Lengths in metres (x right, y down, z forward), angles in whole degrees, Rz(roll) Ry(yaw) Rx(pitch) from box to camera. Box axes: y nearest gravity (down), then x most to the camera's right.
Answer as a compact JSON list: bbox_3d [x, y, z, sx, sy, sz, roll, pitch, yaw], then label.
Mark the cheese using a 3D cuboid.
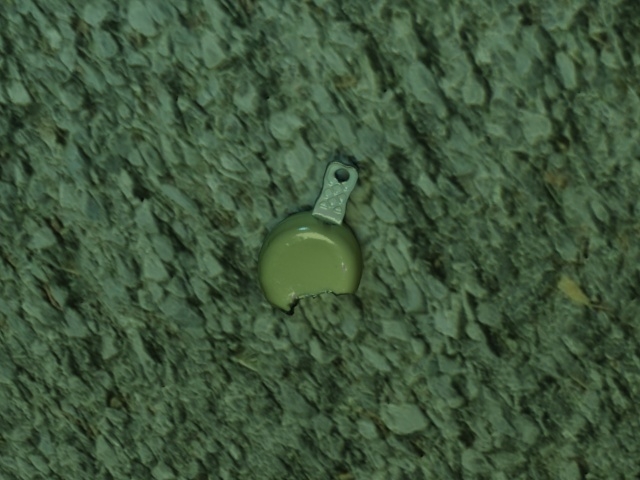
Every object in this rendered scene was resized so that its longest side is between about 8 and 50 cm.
[{"bbox_3d":[-0.019,-0.008,1.878,0.163,0.071,0.248,1,118,9],"label":"cheese"}]
